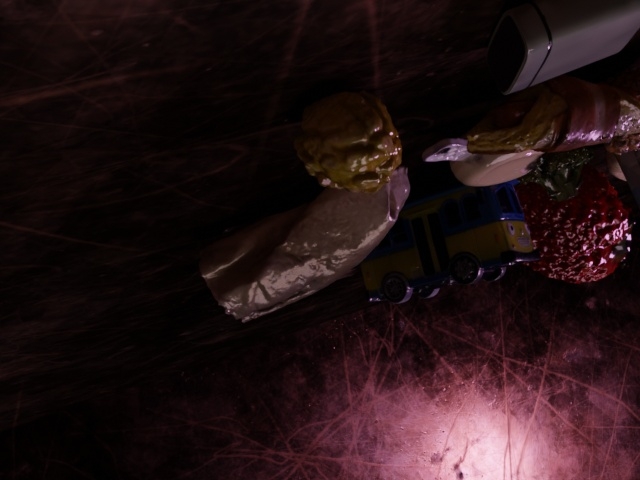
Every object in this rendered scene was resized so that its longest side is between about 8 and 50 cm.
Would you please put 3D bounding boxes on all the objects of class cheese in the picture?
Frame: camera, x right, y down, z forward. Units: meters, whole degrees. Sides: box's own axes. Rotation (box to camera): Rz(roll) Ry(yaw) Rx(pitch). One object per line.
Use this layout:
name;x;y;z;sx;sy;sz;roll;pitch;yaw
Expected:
cheese;0.225;-0.122;1.102;0.249;0.070;0.163;-14;167;-27

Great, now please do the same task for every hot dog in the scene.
hot dog;0.303;-0.163;0.962;0.262;0.093;0.123;-12;-161;-20

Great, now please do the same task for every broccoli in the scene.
broccoli;0.375;-0.122;1.237;0.130;0.120;0.131;-20;178;10

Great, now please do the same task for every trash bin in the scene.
trash bin;0.242;-0.207;0.766;0.130;0.059;0.116;-21;169;-4

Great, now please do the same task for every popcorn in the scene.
popcorn;0.029;-0.097;0.793;0.106;0.116;0.120;-14;-148;8

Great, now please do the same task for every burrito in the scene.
burrito;-0.010;0.000;1.132;0.332;0.135;0.190;-27;160;14

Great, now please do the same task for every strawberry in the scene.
strawberry;0.474;-0.030;1.540;0.258;0.261;0.261;-23;169;-11

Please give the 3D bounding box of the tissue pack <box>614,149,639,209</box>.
tissue pack;0.580;-0.137;1.243;0.159;0.229;0.145;-29;167;35

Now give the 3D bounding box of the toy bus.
toy bus;0.210;0.001;1.319;0.288;0.175;0.138;-19;170;32

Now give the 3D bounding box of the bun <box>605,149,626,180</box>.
bun;0.653;-0.182;1.465;0.223;0.127;0.222;10;172;1

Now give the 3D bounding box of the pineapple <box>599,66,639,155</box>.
pineapple;0.492;-0.221;1.015;0.119;0.130;0.277;29;140;-35
